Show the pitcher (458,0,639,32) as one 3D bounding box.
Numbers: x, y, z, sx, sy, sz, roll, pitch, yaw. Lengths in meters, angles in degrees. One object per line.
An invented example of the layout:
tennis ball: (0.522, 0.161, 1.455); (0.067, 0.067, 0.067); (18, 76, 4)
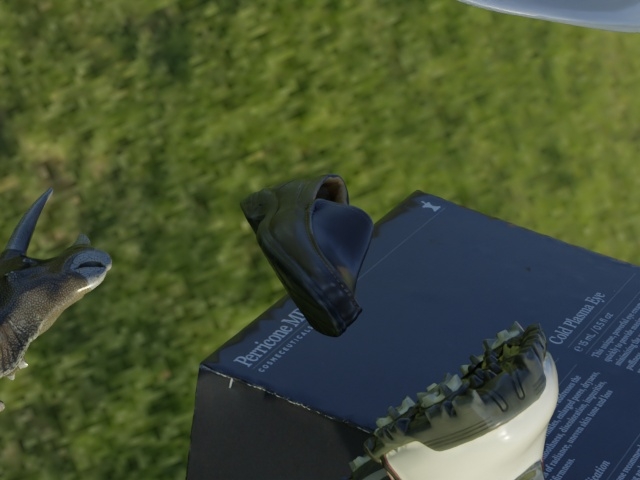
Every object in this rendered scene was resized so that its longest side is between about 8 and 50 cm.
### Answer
pitcher: (0.100, -0.135, 0.617); (0.177, 0.125, 0.207); (23, 29, -13)

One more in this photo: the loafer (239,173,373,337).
loafer: (0.000, 0.000, 1.056); (0.062, 0.061, 0.170); (60, 0, -26)

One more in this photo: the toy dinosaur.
toy dinosaur: (-0.259, 0.060, 0.981); (0.313, 0.121, 0.160); (2, 32, -26)

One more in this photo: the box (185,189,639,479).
box: (0.123, 0.141, 1.320); (0.343, 0.312, 0.179); (-37, 142, -54)

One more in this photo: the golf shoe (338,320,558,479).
golf shoe: (0.086, 0.127, 0.982); (0.120, 0.105, 0.273); (54, -16, 12)
